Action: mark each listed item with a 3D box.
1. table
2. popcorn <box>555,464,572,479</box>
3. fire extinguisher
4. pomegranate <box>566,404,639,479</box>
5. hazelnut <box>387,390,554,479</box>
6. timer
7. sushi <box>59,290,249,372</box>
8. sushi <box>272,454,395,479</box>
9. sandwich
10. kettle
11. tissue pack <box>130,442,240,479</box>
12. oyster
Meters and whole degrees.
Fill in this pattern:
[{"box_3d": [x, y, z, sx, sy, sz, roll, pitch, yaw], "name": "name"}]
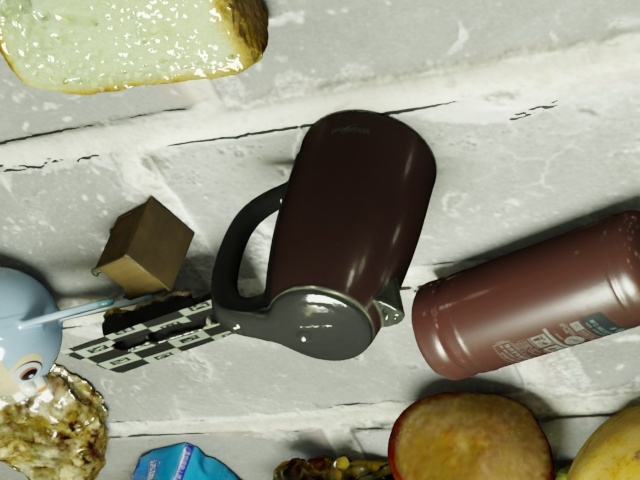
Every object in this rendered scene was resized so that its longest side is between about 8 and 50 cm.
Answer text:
[{"box_3d": [-0.203, 0.014, 1.534, 0.082, 0.083, 0.070, -21, 129, 41], "name": "table"}, {"box_3d": [0.322, 0.345, 1.693, 0.145, 0.125, 0.126, 41, 144, -11], "name": "popcorn"}, {"box_3d": [0.262, 0.048, 1.397, 0.337, 0.114, 0.135, -22, 167, 37], "name": "fire extinguisher"}, {"box_3d": [0.386, 0.306, 1.525, 0.264, 0.264, 0.264, 10, 139, 9], "name": "pomegranate"}, {"box_3d": [0.187, 0.265, 1.621, 0.210, 0.210, 0.186, 24, 116, -8], "name": "hazelnut"}, {"box_3d": [-0.343, 0.118, 1.629, 0.255, 0.175, 0.175, 10, 139, 17], "name": "timer"}, {"box_3d": [-0.172, 0.084, 1.562, 0.215, 0.050, 0.192, -19, 164, 8], "name": "sushi"}, {"box_3d": [0.039, 0.373, 1.783, 0.200, 0.204, 0.213, -47, 151, 21], "name": "sushi"}, {"box_3d": [-0.196, -0.260, 1.213, 0.254, 0.099, 0.288, 1, 137, 17], "name": "sandwich"}, {"box_3d": [0.000, 0.000, 1.333, 0.202, 0.232, 0.144, 5, 137, 14], "name": "kettle"}, {"box_3d": [-0.188, 0.441, 1.860, 0.137, 0.269, 0.209, -18, 125, 32], "name": "tissue pack"}, {"box_3d": [-0.394, 0.247, 1.843, 0.204, 0.111, 0.396, -25, 121, 34], "name": "oyster"}]
